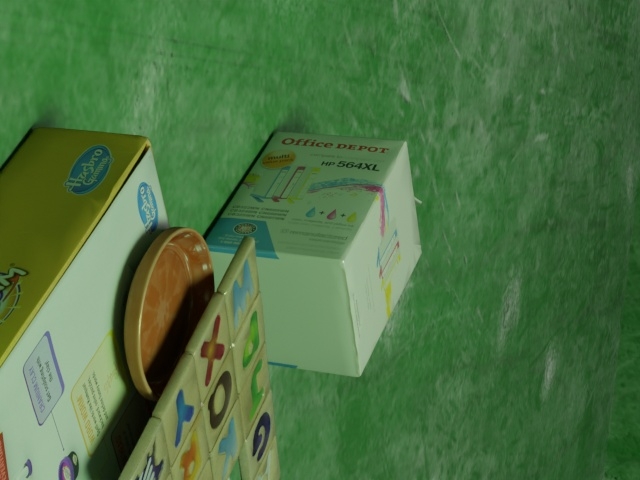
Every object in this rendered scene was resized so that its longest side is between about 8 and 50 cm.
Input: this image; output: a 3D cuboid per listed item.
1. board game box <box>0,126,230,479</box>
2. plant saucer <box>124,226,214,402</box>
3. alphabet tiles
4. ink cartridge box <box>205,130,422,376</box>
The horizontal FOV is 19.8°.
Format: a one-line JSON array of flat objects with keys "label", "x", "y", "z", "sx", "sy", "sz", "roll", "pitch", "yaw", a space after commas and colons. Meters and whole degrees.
[{"label": "board game box", "x": -0.144, "y": 0.138, "z": 0.819, "sx": 0.316, "sy": 0.064, "sz": 0.242, "roll": -61, "pitch": 151, "yaw": -45}, {"label": "plant saucer", "x": -0.072, "y": 0.035, "z": 0.862, "sx": 0.083, "sy": 0.013, "sz": 0.083, "roll": 6, "pitch": 90, "yaw": -71}, {"label": "alphabet tiles", "x": -0.069, "y": 0.147, "z": 0.900, "sx": 0.198, "sy": 0.009, "sz": 0.237, "roll": 86, "pitch": 22, "yaw": -47}, {"label": "ink cartridge box", "x": 0.000, "y": 0.000, "z": 1.123, "sx": 0.143, "sy": 0.092, "sz": 0.090, "roll": -62, "pitch": 151, "yaw": -47}]
